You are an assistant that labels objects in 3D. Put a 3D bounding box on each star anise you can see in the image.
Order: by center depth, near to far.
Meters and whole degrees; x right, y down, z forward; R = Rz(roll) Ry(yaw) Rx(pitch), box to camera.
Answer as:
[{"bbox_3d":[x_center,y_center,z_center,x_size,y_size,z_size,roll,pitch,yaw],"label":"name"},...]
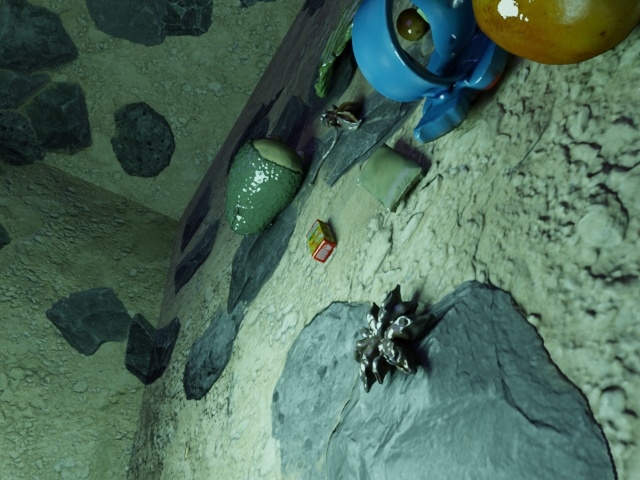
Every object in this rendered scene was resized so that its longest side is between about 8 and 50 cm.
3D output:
[{"bbox_3d":[0.111,0.173,0.866,0.182,0.065,0.195,-62,27,8],"label":"star anise"},{"bbox_3d":[0.052,-0.288,1.512,0.148,0.219,0.227,46,157,35],"label":"star anise"}]

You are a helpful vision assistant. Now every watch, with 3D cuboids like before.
[{"bbox_3d":[0.188,-0.357,0.969,0.241,0.275,0.305,-4,58,63],"label":"watch"}]

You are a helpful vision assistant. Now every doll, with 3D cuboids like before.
[{"bbox_3d":[-0.196,-0.178,1.684,0.349,0.248,0.247,-62,23,21],"label":"doll"}]

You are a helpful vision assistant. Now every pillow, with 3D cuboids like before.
[{"bbox_3d":[0.149,-0.145,1.118,0.119,0.053,0.208,-61,27,13],"label":"pillow"}]

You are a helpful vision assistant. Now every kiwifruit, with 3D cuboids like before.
[{"bbox_3d":[0.240,-0.572,1.331,0.075,0.075,0.124,-51,31,29],"label":"kiwifruit"}]

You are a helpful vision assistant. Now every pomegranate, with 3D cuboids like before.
[{"bbox_3d":[0.348,-0.376,0.688,0.264,0.265,0.264,-46,29,36],"label":"pomegranate"}]

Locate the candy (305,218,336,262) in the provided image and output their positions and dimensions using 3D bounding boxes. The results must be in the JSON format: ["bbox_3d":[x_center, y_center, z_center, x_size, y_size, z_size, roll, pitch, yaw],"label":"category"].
[{"bbox_3d":[0.000,0.000,1.302,0.062,0.038,0.122,-55,25,21],"label":"candy"}]

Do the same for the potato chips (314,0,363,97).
[{"bbox_3d":[0.089,-0.696,1.743,0.389,0.097,0.373,-48,23,37],"label":"potato chips"}]

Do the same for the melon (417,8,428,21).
[{"bbox_3d":[0.291,-0.565,1.167,0.209,0.118,0.064,-65,6,-32],"label":"melon"}]
